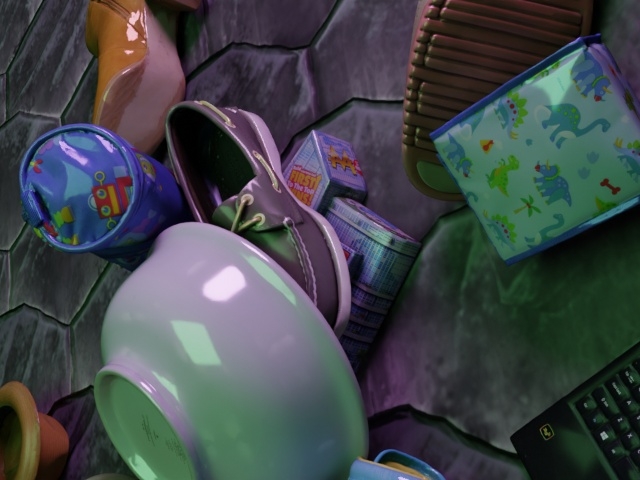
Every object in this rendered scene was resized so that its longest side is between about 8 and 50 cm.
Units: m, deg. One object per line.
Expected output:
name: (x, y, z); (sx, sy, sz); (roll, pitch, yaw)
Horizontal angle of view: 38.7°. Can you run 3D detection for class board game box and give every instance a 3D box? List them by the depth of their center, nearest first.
board game box: (0.000, 0.000, 0.911); (0.194, 0.060, 0.194); (35, 105, 44)

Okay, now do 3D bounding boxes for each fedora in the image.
fedora: (-0.390, 0.279, 1.209); (0.194, 0.079, 0.194); (-15, 70, 48)

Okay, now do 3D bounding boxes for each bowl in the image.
bowl: (-0.109, 0.144, 0.826); (0.298, 0.134, 0.297); (30, 136, 33)

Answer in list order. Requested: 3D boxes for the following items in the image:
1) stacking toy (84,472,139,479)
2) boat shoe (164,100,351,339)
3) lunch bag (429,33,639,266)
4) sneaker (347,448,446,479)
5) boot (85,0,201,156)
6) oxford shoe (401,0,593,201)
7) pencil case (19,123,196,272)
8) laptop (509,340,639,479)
stacking toy: (-0.304, 0.408, 1.060); (0.330, 0.141, 0.141); (-46, 51, 31)
boat shoe: (-0.069, -0.022, 0.876); (0.109, 0.091, 0.305); (-48, 51, 25)
lunch bag: (0.176, -0.066, 0.705); (0.151, 0.096, 0.128); (-32, 87, 28)
sneaker: (0.034, 0.299, 0.776); (0.319, 0.127, 0.208); (-54, 12, 51)
boot: (-0.263, -0.238, 1.215); (0.211, 0.104, 0.295); (18, 87, 51)
oxford shoe: (0.155, -0.230, 0.799); (0.146, 0.141, 0.397); (-128, 54, -74)
pencil case: (-0.201, -0.028, 0.953); (0.133, 0.306, 0.119); (-29, 79, 3)
laptop: (0.238, 0.155, 0.583); (0.264, 0.137, 0.234); (-45, 52, 27)
